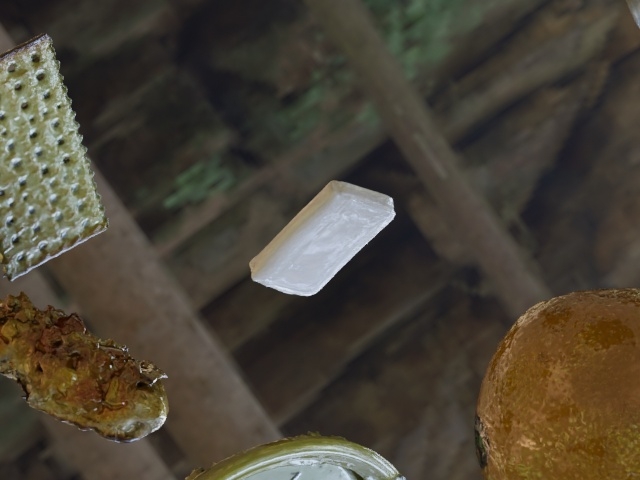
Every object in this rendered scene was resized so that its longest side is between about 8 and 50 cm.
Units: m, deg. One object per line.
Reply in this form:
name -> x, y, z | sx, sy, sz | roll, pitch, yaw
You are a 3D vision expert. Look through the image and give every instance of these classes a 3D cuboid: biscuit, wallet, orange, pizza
biscuit -> -0.308, -0.086, 2.011 | 0.139, 0.231, 0.016 | -30, -151, -28
wallet -> 0.000, 0.000, 2.145 | 0.190, 0.095, 0.033 | -47, -142, 40
orange -> 0.277, 0.177, 1.804 | 0.274, 0.274, 0.274 | -35, -173, 5
pizza -> -0.254, 0.110, 1.874 | 0.161, 0.305, 0.086 | 12, 101, -49

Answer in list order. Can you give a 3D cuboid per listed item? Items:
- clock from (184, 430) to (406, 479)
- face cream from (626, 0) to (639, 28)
clock -> -0.044, 0.214, 1.181 | 0.237, 0.237, 0.057 | -37, -142, -13
face cream -> 0.466, -0.310, 2.105 | 0.269, 0.107, 0.073 | -18, -147, 25
